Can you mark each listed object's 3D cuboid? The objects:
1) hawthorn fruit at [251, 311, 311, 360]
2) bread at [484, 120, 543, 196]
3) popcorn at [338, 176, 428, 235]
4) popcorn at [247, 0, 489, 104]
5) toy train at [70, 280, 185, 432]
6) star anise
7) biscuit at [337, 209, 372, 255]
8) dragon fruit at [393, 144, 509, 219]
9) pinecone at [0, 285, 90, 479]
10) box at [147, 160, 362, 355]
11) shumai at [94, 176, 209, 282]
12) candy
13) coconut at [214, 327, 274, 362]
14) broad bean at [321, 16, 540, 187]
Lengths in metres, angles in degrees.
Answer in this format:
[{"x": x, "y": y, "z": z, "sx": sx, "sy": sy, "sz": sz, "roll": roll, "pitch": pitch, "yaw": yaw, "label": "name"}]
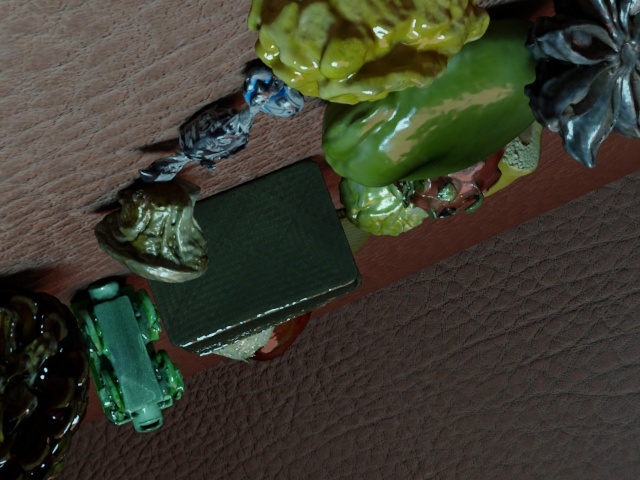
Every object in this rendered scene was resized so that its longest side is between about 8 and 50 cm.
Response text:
[{"x": -0.103, "y": 0.109, "z": 2.160, "sx": 0.251, "sy": 0.189, "sz": 0.189, "roll": -42, "pitch": 175, "yaw": -12, "label": "hawthorn fruit"}, {"x": 0.238, "y": -0.139, "z": 1.629, "sx": 0.085, "sy": 0.134, "sz": 0.173, "roll": 16, "pitch": 159, "yaw": -18, "label": "bread"}, {"x": 0.094, "y": -0.070, "z": 1.632, "sx": 0.135, "sy": 0.141, "sz": 0.162, "roll": -49, "pitch": -155, "yaw": -3, "label": "popcorn"}, {"x": 0.049, "y": -0.177, "z": 0.918, "sx": 0.163, "sy": 0.140, "sz": 0.194, "roll": -22, "pitch": 174, "yaw": 34, "label": "popcorn"}, {"x": -0.310, "y": 0.179, "z": 1.848, "sx": 0.133, "sy": 0.243, "sz": 0.188, "roll": -20, "pitch": -174, "yaw": -19, "label": "toy train"}, {"x": 0.294, "y": -0.207, "z": 1.233, "sx": 0.223, "sy": 0.235, "sz": 0.109, "roll": -19, "pitch": -144, "yaw": -27, "label": "star anise"}, {"x": 0.000, "y": 0.000, "z": 2.066, "sx": 0.255, "sy": 0.029, "sz": 0.172, "roll": -16, "pitch": 156, "yaw": -37, "label": "biscuit"}, {"x": 0.181, "y": -0.136, "z": 1.506, "sx": 0.135, "sy": 0.235, "sz": 0.137, "roll": 28, "pitch": 179, "yaw": -33, "label": "dragon fruit"}, {"x": -0.429, "y": 0.199, "z": 1.554, "sx": 0.242, "sy": 0.298, "sz": 0.296, "roll": 8, "pitch": 154, "yaw": -7, "label": "pinecone"}, {"x": -0.095, "y": 0.029, "z": 1.607, "sx": 0.273, "sy": 0.184, "sz": 0.143, "roll": -21, "pitch": 172, "yaw": -2, "label": "box"}, {"x": -0.186, "y": -0.022, "z": 1.380, "sx": 0.146, "sy": 0.146, "sz": 0.116, "roll": -11, "pitch": 129, "yaw": -51, "label": "shumai"}, {"x": -0.106, "y": -0.115, "z": 1.193, "sx": 0.094, "sy": 0.051, "sz": 0.226, "roll": 1, "pitch": 156, "yaw": -42, "label": "candy"}, {"x": -0.152, "y": 0.078, "z": 1.810, "sx": 0.194, "sy": 0.194, "sz": 0.194, "roll": -22, "pitch": 171, "yaw": -4, "label": "coconut"}, {"x": 0.135, "y": -0.151, "z": 1.316, "sx": 0.291, "sy": 0.119, "sz": 0.238, "roll": -24, "pitch": 158, "yaw": -5, "label": "broad bean"}]
